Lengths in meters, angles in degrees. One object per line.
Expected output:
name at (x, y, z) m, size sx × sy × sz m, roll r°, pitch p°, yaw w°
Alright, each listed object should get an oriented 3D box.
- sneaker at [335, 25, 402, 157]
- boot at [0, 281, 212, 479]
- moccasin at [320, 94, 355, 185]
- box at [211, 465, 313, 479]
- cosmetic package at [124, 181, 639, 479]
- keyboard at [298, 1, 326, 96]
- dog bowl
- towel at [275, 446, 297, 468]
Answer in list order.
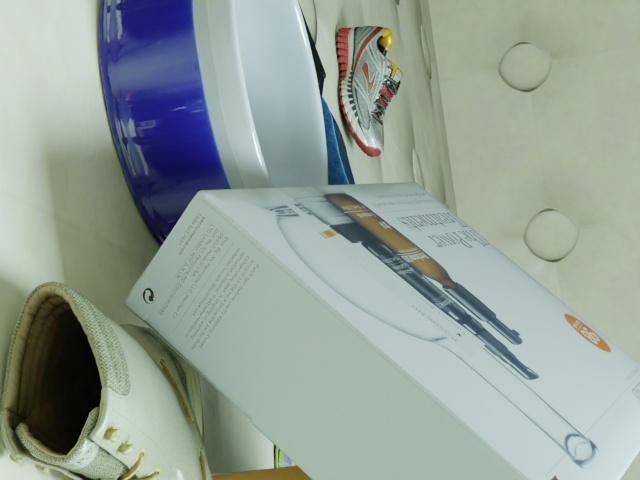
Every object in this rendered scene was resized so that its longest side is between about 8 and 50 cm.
sneaker at (0.077, -0.232, 1.725) m, size 0.088 × 0.092 × 0.225 m, roll 54°, pitch 30°, yaw -64°
boot at (-0.110, 0.139, 0.641) m, size 0.165 × 0.077 × 0.213 m, roll 51°, pitch 25°, yaw -68°
moccasin at (0.000, 0.000, 1.111) m, size 0.117 × 0.137 × 0.342 m, roll 73°, pitch 15°, yaw -50°
box at (0.027, 0.343, 0.798) m, size 0.168 × 0.214 × 0.345 m, roll 65°, pitch 19°, yaw -50°
cosmetic package at (0.084, 0.080, 0.793) m, size 0.284 × 0.097 × 0.377 m, roll 42°, pitch 19°, yaw 16°
keyboard at (-0.048, -0.281, 1.341) m, size 0.317 × 0.033 × 0.202 m, roll 66°, pitch 26°, yaw -52°
dog bowl at (-0.076, -0.116, 0.916) m, size 0.265 × 0.104 × 0.265 m, roll -9°, pitch 90°, yaw -77°
towel at (-0.028, 0.226, 1.107) m, size 0.083 × 0.009 × 0.060 m, roll 57°, pitch 27°, yaw -62°
